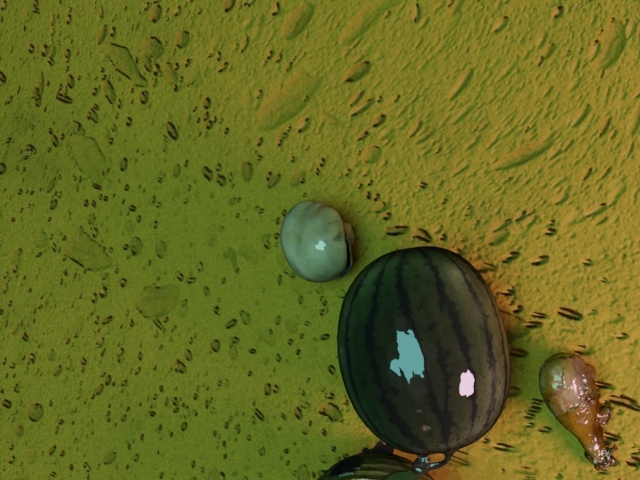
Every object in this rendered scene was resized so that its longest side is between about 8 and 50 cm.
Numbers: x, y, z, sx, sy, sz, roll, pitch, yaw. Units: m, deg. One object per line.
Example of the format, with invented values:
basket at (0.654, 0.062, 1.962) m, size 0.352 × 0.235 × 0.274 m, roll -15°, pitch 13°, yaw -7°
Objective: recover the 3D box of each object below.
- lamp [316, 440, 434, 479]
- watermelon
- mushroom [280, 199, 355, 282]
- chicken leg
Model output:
lamp at (0.097, 0.450, 1.650) m, size 0.250 × 0.250 × 0.284 m, roll -17°, pitch 43°, yaw 23°
watermelon at (0.167, 0.189, 1.593) m, size 0.279 × 0.279 × 0.359 m, roll -16°, pitch 80°, yaw 24°
mushroom at (0.000, 0.000, 1.771) m, size 0.154 × 0.123 × 0.154 m, roll 36°, pitch 136°, yaw 45°
chicken leg at (0.417, 0.270, 1.584) m, size 0.085 × 0.101 × 0.207 m, roll -24°, pitch 98°, yaw 26°
